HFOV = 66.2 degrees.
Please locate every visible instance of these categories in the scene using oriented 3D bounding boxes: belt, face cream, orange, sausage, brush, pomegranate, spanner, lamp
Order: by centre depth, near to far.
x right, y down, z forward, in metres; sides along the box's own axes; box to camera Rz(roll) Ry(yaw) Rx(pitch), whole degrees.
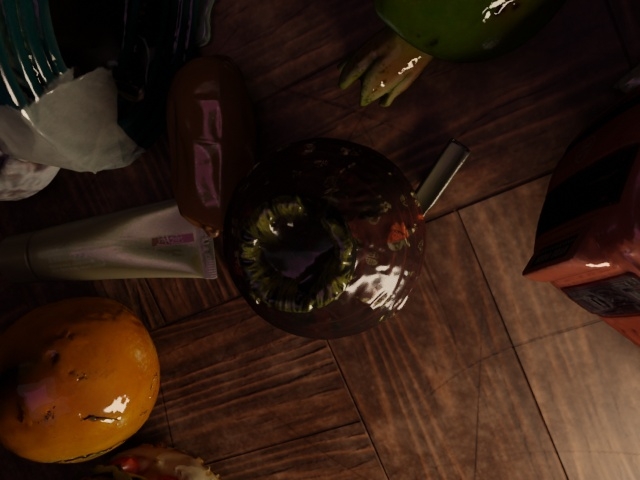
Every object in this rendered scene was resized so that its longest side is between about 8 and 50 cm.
[{"bbox_3d":[0.132,-0.272,0.538,0.235,0.236,0.302,36,130,5],"label":"pomegranate"},{"bbox_3d":[0.000,0.000,0.566,0.246,0.247,0.247,3,101,14],"label":"lamp"},{"bbox_3d":[-0.293,-0.304,0.572,0.172,0.300,0.437,13,104,24],"label":"belt"},{"bbox_3d":[0.136,-0.051,0.667,0.034,0.027,0.191,36,114,10],"label":"brush"},{"bbox_3d":[-0.127,-0.413,0.667,0.071,0.017,0.302,31,106,7],"label":"spanner"},{"bbox_3d":[-0.146,-0.125,0.668,0.120,0.136,0.242,1,106,2],"label":"sausage"},{"bbox_3d":[-0.366,0.208,0.733,0.245,0.246,0.247,3,101,14],"label":"orange"},{"bbox_3d":[-0.332,0.010,0.774,0.340,0.084,0.138,-7,89,9],"label":"face cream"}]

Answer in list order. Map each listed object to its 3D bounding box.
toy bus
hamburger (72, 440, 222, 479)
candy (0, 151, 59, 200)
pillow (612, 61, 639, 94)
[{"bbox_3d":[0.428,0.044,0.478,0.426,0.203,0.233,36,78,5],"label":"toy bus"},{"bbox_3d":[-0.289,0.492,0.748,0.329,0.250,0.331,0,90,30],"label":"hamburger"},{"bbox_3d":[-0.476,-0.193,0.726,0.214,0.157,0.290,41,106,13],"label":"candy"},{"bbox_3d":[0.472,-0.157,0.546,0.229,0.050,0.148,43,103,6],"label":"pillow"}]
